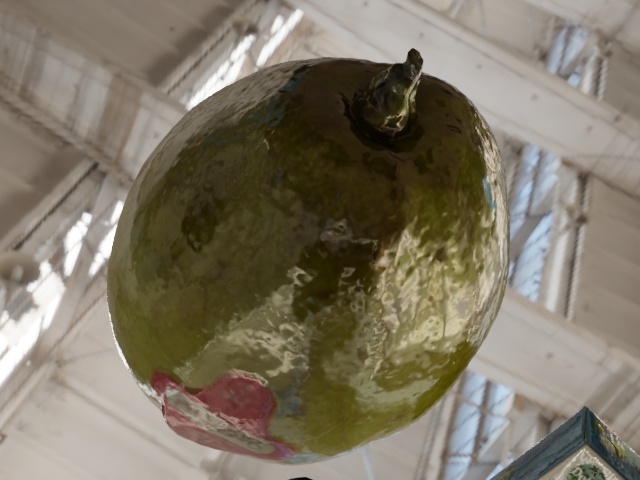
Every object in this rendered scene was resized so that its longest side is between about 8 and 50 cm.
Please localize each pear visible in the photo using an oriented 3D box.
[{"bbox_3d":[0.000,0.000,0.754,0.287,0.375,0.287,11,-128,-14],"label":"pear"}]

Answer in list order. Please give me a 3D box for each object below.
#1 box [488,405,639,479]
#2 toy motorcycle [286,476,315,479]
[{"bbox_3d":[0.254,0.266,0.940,0.194,0.139,0.073,44,-155,-4],"label":"box"},{"bbox_3d":[-0.003,0.179,0.516,0.229,0.130,0.094,17,-118,3],"label":"toy motorcycle"}]
